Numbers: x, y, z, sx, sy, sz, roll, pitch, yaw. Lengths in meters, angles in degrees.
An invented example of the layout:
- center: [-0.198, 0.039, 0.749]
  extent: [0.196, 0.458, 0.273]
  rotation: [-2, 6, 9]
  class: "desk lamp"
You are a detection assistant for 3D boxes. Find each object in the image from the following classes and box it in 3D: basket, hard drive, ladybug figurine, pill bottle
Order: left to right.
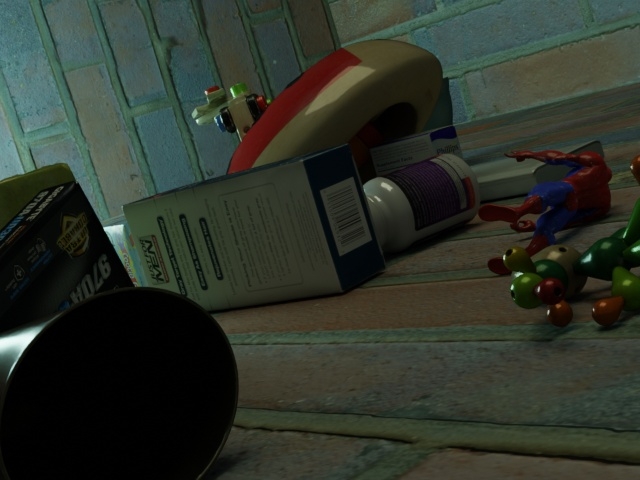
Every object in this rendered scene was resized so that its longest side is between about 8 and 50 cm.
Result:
- center: [-0.209, 0.132, 0.815]
  extent: [0.227, 0.154, 0.204]
  rotation: [-15, 9, 43]
  class: "basket"
- center: [0.002, -0.156, 1.768]
  extent: [0.449, 0.162, 0.305]
  rotation: [-45, -23, -3]
  class: "ladybug figurine"
- center: [0.118, -0.046, 1.516]
  extent: [0.194, 0.108, 0.108]
  rotation: [-21, 9, -33]
  class: "pill bottle"
- center: [0.286, -0.101, 1.820]
  extent: [0.308, 0.040, 0.203]
  rotation: [-10, 10, 46]
  class: "hard drive"

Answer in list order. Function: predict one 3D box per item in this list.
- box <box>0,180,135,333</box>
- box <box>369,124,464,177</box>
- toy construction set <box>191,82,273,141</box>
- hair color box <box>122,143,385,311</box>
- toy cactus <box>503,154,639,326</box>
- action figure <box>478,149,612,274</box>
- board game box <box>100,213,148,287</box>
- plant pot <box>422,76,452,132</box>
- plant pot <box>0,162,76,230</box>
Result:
- center: [-0.269, 0.067, 1.092]
  extent: [0.051, 0.175, 0.220]
  rotation: [-13, 25, 24]
  class: "box"
- center: [0.158, -0.097, 1.690]
  extent: [0.126, 0.137, 0.072]
  rotation: [-10, 9, 45]
  class: "box"
- center: [-0.105, -0.163, 1.986]
  extent: [0.151, 0.327, 0.215]
  rotation: [-38, -7, 10]
  class: "toy construction set"
- center: [-0.096, -0.006, 1.457]
  extent: [0.347, 0.173, 0.105]
  rotation: [-10, 9, 40]
  class: "hair color box"
- center: [0.224, 0.013, 0.940]
  extent: [0.219, 0.112, 0.180]
  rotation: [-31, 4, -30]
  class: "toy cactus"
- center: [0.243, -0.044, 1.274]
  extent: [0.139, 0.091, 0.280]
  rotation: [1, 18, 41]
  class: "action figure"
- center: [-0.278, 0.026, 1.751]
  extent: [0.144, 0.142, 0.275]
  rotation: [-21, 8, -29]
  class: "board game box"
- center: [0.165, -0.226, 2.408]
  extent: [0.293, 0.196, 0.293]
  rotation: [-17, 8, 2]
  class: "plant pot"
- center: [-0.347, 0.051, 1.295]
  extent: [0.276, 0.253, 0.276]
  rotation: [-17, 7, 2]
  class: "plant pot"
